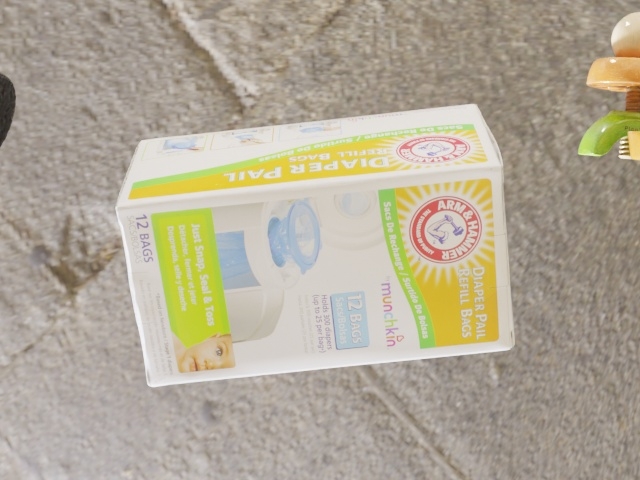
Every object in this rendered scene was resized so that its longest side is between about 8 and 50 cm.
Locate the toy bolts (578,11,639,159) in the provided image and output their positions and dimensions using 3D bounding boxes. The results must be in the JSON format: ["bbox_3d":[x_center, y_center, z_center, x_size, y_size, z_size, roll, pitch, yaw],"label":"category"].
[{"bbox_3d":[0.403,-0.153,1.223,0.228,0.218,0.158,6,95,-4],"label":"toy bolts"}]

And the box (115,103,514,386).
[{"bbox_3d":[0.000,0.000,0.668,0.203,0.103,0.114,-6,114,2],"label":"box"}]

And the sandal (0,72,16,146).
[{"bbox_3d":[-0.207,-0.071,0.592,0.040,0.179,0.067,20,92,8],"label":"sandal"}]
